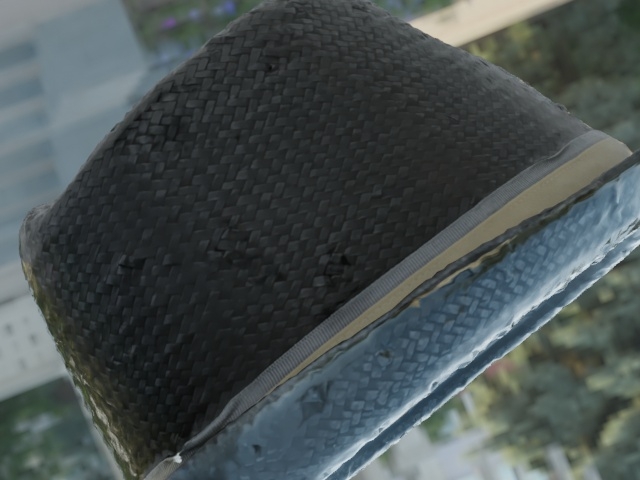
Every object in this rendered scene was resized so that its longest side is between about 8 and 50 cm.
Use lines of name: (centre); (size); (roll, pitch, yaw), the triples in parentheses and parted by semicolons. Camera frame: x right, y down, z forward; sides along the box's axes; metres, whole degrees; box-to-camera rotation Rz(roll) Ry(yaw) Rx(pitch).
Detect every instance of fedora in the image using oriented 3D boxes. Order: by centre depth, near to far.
fedora: (0.000, 0.000, 0.745); (0.334, 0.152, 0.334); (-38, 173, -5)
